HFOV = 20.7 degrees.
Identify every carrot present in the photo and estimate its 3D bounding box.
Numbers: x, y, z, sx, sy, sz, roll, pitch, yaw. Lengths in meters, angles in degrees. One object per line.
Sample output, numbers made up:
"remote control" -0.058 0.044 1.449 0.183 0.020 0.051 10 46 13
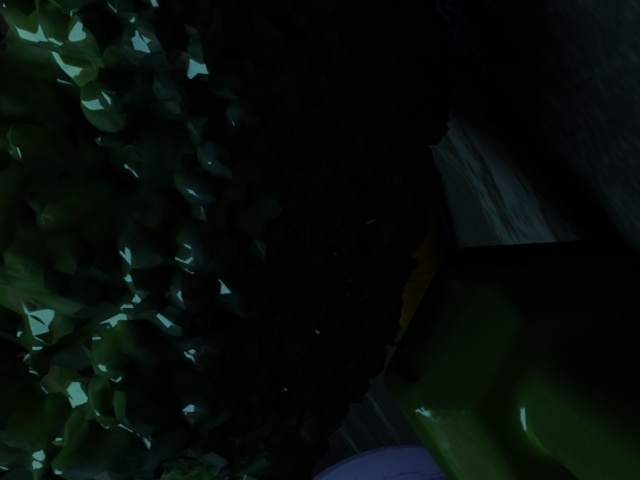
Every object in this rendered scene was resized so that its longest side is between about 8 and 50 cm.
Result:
"carrot" 0.059 0.010 1.026 0.043 0.043 0.248 52 171 24

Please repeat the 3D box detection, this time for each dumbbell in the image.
"dumbbell" 0.120 0.079 0.604 0.108 0.121 0.302 26 -175 -21

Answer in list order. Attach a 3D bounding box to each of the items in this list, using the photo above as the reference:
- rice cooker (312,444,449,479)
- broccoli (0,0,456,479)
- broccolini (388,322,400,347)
"rice cooker" 0.089 0.329 1.482 0.316 0.264 0.317 173 90 -77
"broccoli" -0.079 -0.028 0.682 0.317 0.277 0.338 -3 162 41
"broccolini" 0.003 0.005 1.391 0.123 0.062 0.271 62 -177 37
